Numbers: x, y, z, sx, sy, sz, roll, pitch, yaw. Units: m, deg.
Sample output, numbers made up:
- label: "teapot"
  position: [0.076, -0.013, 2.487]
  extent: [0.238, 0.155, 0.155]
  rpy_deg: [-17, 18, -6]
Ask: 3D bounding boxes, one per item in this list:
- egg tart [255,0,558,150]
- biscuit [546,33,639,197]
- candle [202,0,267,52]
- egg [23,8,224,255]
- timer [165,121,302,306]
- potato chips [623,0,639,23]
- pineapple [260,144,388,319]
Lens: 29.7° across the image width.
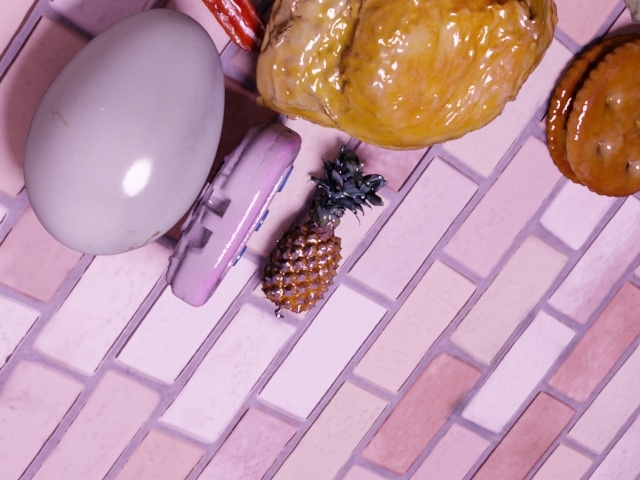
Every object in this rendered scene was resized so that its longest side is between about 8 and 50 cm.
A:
- label: "egg tart"
  position: [0.121, -0.230, 1.308]
  extent: [0.351, 0.153, 0.339]
  rpy_deg: [22, 107, -38]
- label: "biscuit"
  position: [0.390, -0.159, 1.537]
  extent: [0.220, 0.066, 0.220]
  rpy_deg: [-13, 120, -23]
- label: "candle"
  position: [-0.143, -0.313, 1.217]
  extent: [0.048, 0.051, 0.329]
  rpy_deg: [-37, 125, 0]
- label: "egg"
  position: [-0.194, -0.109, 1.221]
  extent: [0.183, 0.183, 0.264]
  rpy_deg: [26, 96, -33]
- label: "timer"
  position: [-0.095, -0.034, 1.310]
  extent: [0.069, 0.191, 0.208]
  rpy_deg: [32, 102, -1]
- label: "potato chips"
  position: [0.507, -0.451, 1.439]
  extent: [0.358, 0.070, 0.429]
  rpy_deg: [4, 111, -21]
- label: "pineapple"
  position: [0.000, -0.001, 1.415]
  extent: [0.083, 0.103, 0.221]
  rpy_deg: [24, 104, -19]
